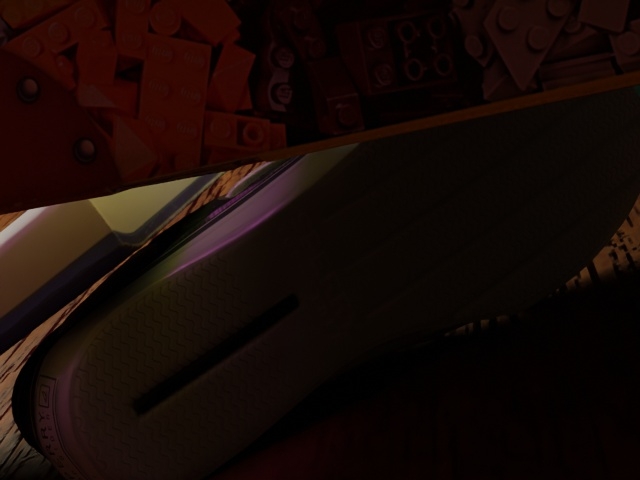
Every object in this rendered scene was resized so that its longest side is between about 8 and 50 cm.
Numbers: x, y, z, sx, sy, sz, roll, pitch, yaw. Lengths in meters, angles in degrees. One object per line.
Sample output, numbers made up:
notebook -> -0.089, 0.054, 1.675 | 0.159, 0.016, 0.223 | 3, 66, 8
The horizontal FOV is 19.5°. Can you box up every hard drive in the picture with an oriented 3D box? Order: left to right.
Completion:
hard drive -> -0.186, 0.055, 0.869 | 0.318, 0.040, 0.210 | -37, 5, 18

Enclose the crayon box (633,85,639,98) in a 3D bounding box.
crayon box -> 0.105, -0.079, 1.191 | 0.323, 0.083, 0.203 | -14, 11, 27

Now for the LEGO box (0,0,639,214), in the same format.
LEGO box -> 0.118, -0.181, 0.719 | 0.372, 0.193, 0.500 | -11, 9, 25

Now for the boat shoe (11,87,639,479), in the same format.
boat shoe -> 0.000, 0.000, 0.858 | 0.335, 0.121, 0.119 | -27, 16, -25
